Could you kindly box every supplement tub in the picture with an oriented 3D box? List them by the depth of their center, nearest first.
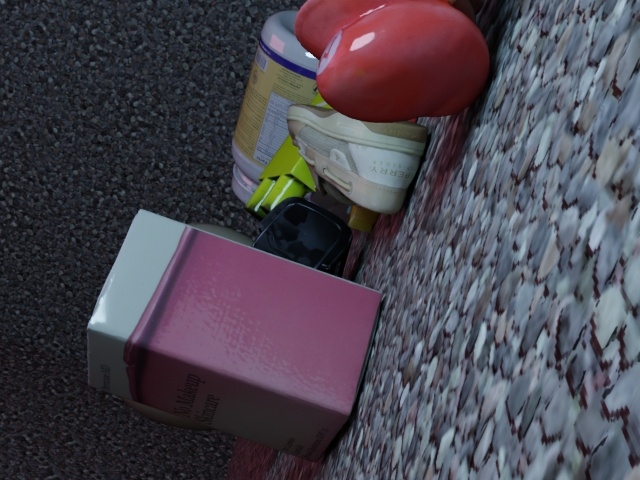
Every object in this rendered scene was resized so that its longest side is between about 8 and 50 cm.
[{"bbox_3d":[-0.026,-0.223,1.708,0.241,0.241,0.331,-77,5,-61],"label":"supplement tub"}]

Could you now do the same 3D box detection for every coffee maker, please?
[{"bbox_3d":[-0.027,0.031,1.175,0.178,0.120,0.171,101,-178,-52],"label":"coffee maker"}]

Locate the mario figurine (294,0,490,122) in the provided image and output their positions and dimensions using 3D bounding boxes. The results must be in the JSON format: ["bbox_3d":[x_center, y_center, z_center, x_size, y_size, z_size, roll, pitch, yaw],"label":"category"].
[{"bbox_3d":[0.062,-0.229,0.710,0.320,0.170,0.198,-65,-36,-31],"label":"mario figurine"}]

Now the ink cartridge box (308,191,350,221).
[{"bbox_3d":[0.053,-0.157,1.427,0.134,0.078,0.231,125,163,-78],"label":"ink cartridge box"}]

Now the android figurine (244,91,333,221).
[{"bbox_3d":[0.003,-0.139,1.256,0.273,0.056,0.248,-55,15,-12],"label":"android figurine"}]

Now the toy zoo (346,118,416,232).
[{"bbox_3d":[0.088,-0.142,1.145,0.192,0.030,0.293,-76,5,-55],"label":"toy zoo"}]

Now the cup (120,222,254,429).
[{"bbox_3d":[-0.143,0.145,1.411,0.237,0.331,0.331,10,80,60],"label":"cup"}]

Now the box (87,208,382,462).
[{"bbox_3d":[-0.081,0.091,0.852,0.148,0.232,0.127,112,176,-59],"label":"box"}]

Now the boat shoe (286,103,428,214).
[{"bbox_3d":[0.025,-0.087,0.993,0.302,0.109,0.098,-150,70,-71],"label":"boat shoe"}]
